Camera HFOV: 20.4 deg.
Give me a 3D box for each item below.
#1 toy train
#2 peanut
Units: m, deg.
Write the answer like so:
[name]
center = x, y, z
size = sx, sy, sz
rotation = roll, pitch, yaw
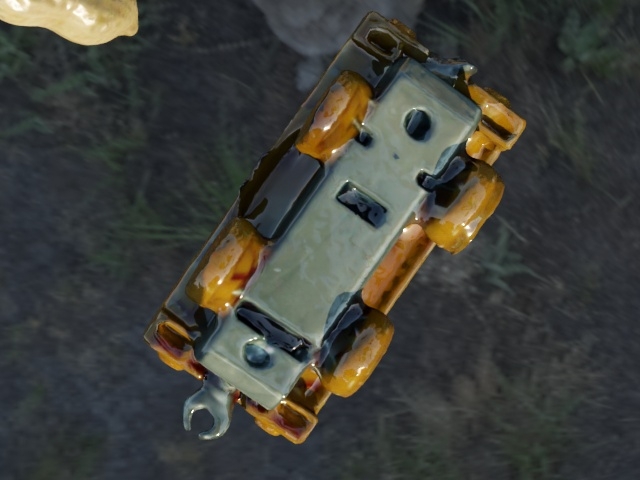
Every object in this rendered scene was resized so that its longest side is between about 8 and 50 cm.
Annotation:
[toy train]
center = 0.000, 0.000, 1.446
size = 0.163, 0.231, 0.369
rotation = 35, 92, -9
[peanut]
center = -0.109, -0.102, 0.758
size = 0.037, 0.083, 0.037
rotation = -12, 70, 37
